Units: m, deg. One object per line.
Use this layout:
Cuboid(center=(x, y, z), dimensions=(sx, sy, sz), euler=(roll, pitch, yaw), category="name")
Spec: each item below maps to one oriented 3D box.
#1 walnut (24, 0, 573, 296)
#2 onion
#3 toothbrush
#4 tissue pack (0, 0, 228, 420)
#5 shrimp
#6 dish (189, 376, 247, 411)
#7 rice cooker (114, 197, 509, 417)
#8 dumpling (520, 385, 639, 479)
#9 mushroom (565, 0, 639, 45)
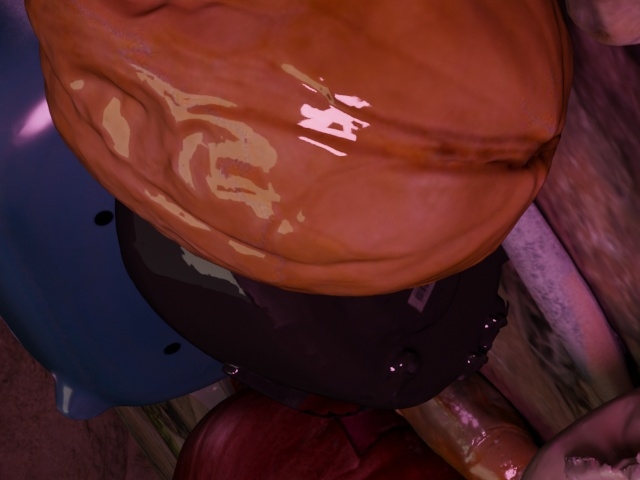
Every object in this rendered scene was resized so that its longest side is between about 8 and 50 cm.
Cuboid(center=(-0.011, -0.067, 0.563), dimensions=(0.207, 0.159, 0.159), euler=(25, 153, 30), category="walnut")
Cuboid(center=(0.011, 0.269, 1.098), dimensions=(0.348, 0.285, 0.347), euler=(39, 153, 25), category="onion")
Cuboid(center=(0.050, -0.059, 0.671), dimensions=(0.375, 0.037, 0.028), euler=(56, 169, -23), category="toothbrush")
Cuboid(center=(-0.117, -0.047, 0.862), dimensions=(0.198, 0.206, 0.287), euler=(38, 159, 33), category="tissue pack")
Cuboid(center=(0.082, 0.109, 0.949), dimensions=(0.217, 0.051, 0.115), euler=(44, 166, 22), category="shrimp")
Cuboid(center=(-0.106, 0.083, 1.439), dimensions=(0.151, 0.077, 0.212), euler=(40, 162, 37), category="dish")
Cuboid(center=(0.000, 0.000, 0.726), dimensions=(0.118, 0.142, 0.203), euler=(16, 165, 42), category="rice cooker")
Cuboid(center=(0.145, 0.120, 0.644), dimensions=(0.136, 0.118, 0.199), euler=(51, -174, 3), category="dumpling")
Cuboid(center=(0.097, -0.083, 0.327), dimensions=(0.116, 0.093, 0.225), euler=(34, 165, -12), category="mushroom")
